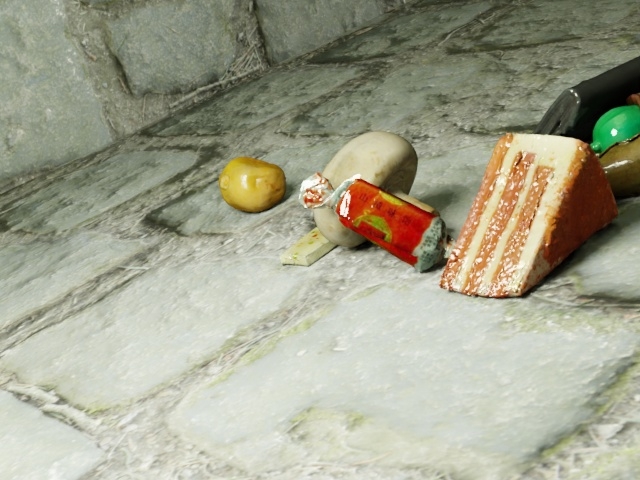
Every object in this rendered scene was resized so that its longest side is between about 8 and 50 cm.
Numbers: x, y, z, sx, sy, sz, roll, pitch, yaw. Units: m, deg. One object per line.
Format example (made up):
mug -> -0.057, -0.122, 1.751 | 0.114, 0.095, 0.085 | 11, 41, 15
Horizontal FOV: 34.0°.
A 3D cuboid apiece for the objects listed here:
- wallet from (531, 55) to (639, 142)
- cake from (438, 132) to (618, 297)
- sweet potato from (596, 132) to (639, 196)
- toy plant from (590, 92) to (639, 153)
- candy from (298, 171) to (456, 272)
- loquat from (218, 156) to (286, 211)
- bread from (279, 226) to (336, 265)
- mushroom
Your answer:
wallet -> 0.554, -0.265, 1.846 | 0.406, 0.062, 0.228 | -26, -14, -21
cake -> 0.282, -0.045, 1.469 | 0.158, 0.159, 0.262 | 8, 33, 45
sweet potato -> 0.505, -0.130, 1.612 | 0.310, 0.098, 0.124 | -18, 12, -11
toy plant -> 0.516, -0.184, 1.731 | 0.200, 0.105, 0.143 | -24, -5, 1
candy -> 0.102, -0.027, 1.573 | 0.086, 0.292, 0.059 | -60, -12, -7
loquat -> -0.134, -0.113, 2.101 | 0.137, 0.113, 0.137 | -6, 0, 0
bread -> 0.000, 0.000, 1.794 | 0.068, 0.028, 0.154 | 5, 31, 45
mushroom -> 0.098, -0.077, 1.709 | 0.209, 0.206, 0.206 | 13, 25, 6
